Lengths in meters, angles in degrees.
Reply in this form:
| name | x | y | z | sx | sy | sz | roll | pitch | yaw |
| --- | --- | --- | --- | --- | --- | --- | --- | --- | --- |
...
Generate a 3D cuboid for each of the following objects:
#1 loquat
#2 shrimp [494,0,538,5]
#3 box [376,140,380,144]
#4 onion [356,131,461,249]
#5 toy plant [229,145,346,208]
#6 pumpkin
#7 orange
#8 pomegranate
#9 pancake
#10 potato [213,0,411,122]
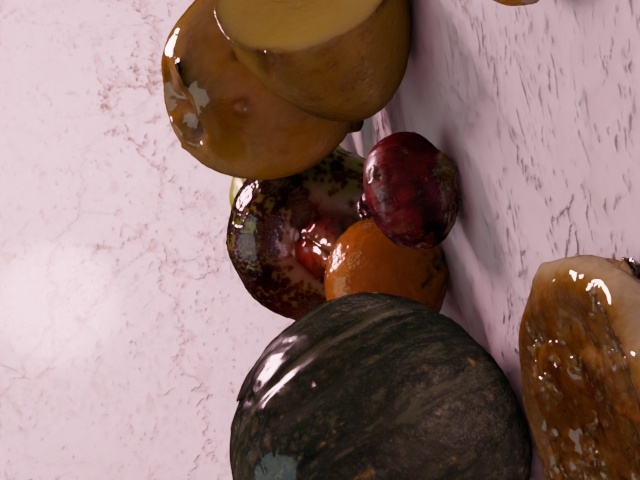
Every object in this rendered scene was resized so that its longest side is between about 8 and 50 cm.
| name | x | y | z | sx | sy | sz | roll | pitch | yaw |
| --- | --- | --- | --- | --- | --- | --- | --- | --- | --- |
| loquat | -0.054 | -0.180 | 1.197 | 0.244 | 0.244 | 0.243 | 167 | 90 | -84 |
| shrimp | 0.097 | -0.215 | 0.604 | 0.166 | 0.049 | 0.161 | 85 | 167 | -49 |
| box | 0.085 | -0.057 | 1.193 | 0.048 | 0.025 | 0.115 | 91 | 166 | -48 |
| onion | 0.077 | -0.042 | 0.972 | 0.107 | 0.097 | 0.107 | -16 | -90 | -75 |
| toy plant | -0.050 | -0.143 | 1.462 | 0.184 | 0.224 | 0.315 | -71 | -25 | -43 |
| pumpkin | 0.055 | 0.216 | 0.977 | 0.291 | 0.257 | 0.327 | 53 | 167 | 44 |
| orange | 0.067 | 0.041 | 1.107 | 0.117 | 0.136 | 0.135 | -27 | 73 | 49 |
| pomegranate | 0.000 | 0.000 | 1.278 | 0.248 | 0.214 | 0.214 | -137 | 34 | -70 |
| pancake | 0.174 | 0.138 | 0.648 | 0.282 | 0.049 | 0.282 | 170 | 90 | -82 |
| potato | 0.011 | -0.182 | 1.015 | 0.203 | 0.178 | 0.158 | 43 | 165 | 49 |
